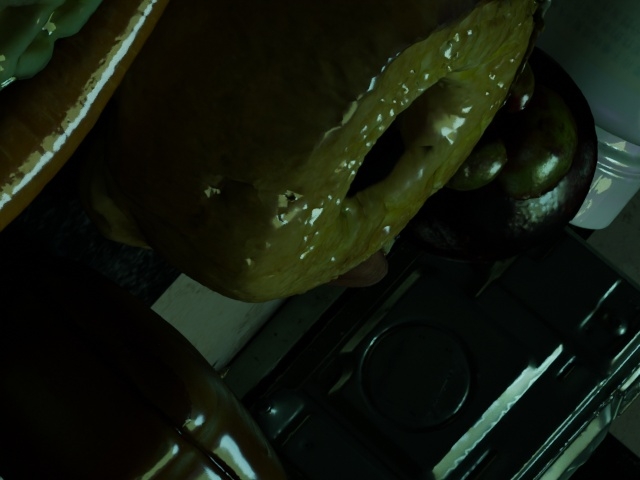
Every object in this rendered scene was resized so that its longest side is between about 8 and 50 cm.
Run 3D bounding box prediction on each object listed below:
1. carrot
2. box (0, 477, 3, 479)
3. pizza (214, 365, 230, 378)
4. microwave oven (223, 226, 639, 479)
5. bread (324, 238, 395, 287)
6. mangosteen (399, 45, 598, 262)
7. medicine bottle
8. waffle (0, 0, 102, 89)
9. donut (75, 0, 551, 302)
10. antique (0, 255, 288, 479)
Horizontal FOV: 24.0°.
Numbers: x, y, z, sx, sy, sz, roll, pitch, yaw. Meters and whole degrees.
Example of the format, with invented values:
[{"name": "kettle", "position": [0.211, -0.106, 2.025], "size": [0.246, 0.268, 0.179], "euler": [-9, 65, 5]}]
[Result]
[{"name": "carrot", "position": [-0.129, -0.080, 0.740], "size": [0.271, 0.066, 0.062], "euler": [-49, -150, -11]}, {"name": "box", "position": [-0.297, 0.223, 1.027], "size": [0.273, 0.048, 0.265], "euler": [-51, 166, -2]}, {"name": "pizza", "position": [-0.117, 0.138, 1.427], "size": [0.083, 0.016, 0.037], "euler": [-32, 159, -41]}, {"name": "microwave oven", "position": [0.118, 0.146, 1.544], "size": [0.394, 0.333, 0.247], "euler": [-47, 161, -8]}, {"name": "bread", "position": [0.000, -0.001, 1.270], "size": [0.119, 0.067, 0.192], "euler": [-6, 170, 5]}, {"name": "mangosteen", "position": [0.133, -0.079, 1.256], "size": [0.210, 0.210, 0.210], "euler": [-46, 166, -15]}, {"name": "medicine bottle", "position": [0.302, -0.211, 1.388], "size": [0.379, 0.213, 0.213], "euler": [-55, 165, 25]}, {"name": "waffle", "position": [-0.122, -0.150, 0.563], "size": [0.292, 0.056, 0.309], "euler": [-45, 166, -17]}, {"name": "donut", "position": [0.003, -0.099, 0.897], "size": [0.317, 0.150, 0.299], "euler": [-43, 162, -25]}, {"name": "antique", "position": [-0.120, 0.116, 0.926], "size": [0.129, 0.223, 0.278], "euler": [-47, 177, -8]}]
